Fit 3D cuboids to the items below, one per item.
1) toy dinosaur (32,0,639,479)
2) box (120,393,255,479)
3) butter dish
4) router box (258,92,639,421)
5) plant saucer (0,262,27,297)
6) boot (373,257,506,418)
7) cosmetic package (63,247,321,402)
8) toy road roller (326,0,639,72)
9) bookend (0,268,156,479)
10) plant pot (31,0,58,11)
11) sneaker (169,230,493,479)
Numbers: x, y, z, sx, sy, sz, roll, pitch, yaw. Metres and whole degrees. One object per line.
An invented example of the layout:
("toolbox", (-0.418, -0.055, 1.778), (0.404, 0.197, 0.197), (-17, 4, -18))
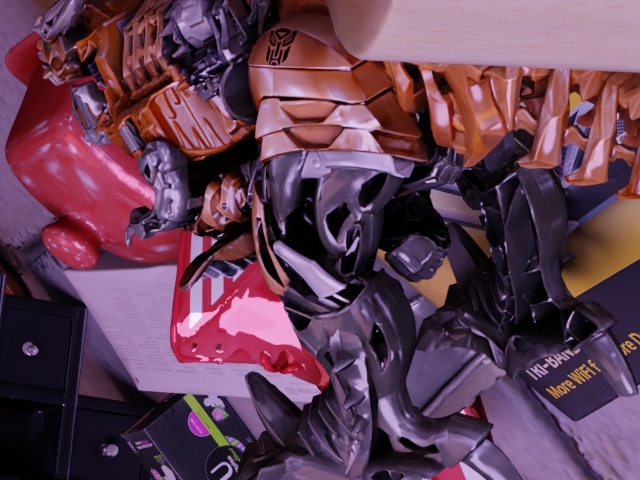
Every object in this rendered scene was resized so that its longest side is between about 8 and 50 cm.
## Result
("toy dinosaur", (0.013, -0.024, 0.681), (0.322, 0.164, 0.218), (33, 142, 61))
("box", (-0.084, 0.146, 1.326), (0.083, 0.062, 0.052), (54, 154, -8))
("butter dish", (-0.111, -0.037, 1.058), (0.160, 0.118, 0.160), (38, 155, -18))
("router box", (0.092, -0.072, 0.747), (0.243, 0.081, 0.309), (40, 152, -1))
("plant saucer", (-0.250, 0.039, 1.494), (0.083, 0.013, 0.083), (37, 150, 26))
("boot", (-0.001, 0.001, 0.925), (0.208, 0.189, 0.076), (47, 177, -8))
("cosmetic package", (-0.059, 0.040, 1.163), (0.239, 0.060, 0.099), (-3, 120, 57))
("toy road roller", (0.092, -0.205, 0.457), (0.329, 0.202, 0.240), (118, 151, -63))
("bookend", (-0.184, 0.115, 1.404), (0.157, 0.156, 0.072), (12, 165, -25))
("plant pot", (-0.157, -0.221, 1.024), (0.236, 0.032, 0.236), (37, 150, 25))
("sneaker", (0.000, 0.060, 1.011), (0.221, 0.128, 0.087), (63, -173, -3))
